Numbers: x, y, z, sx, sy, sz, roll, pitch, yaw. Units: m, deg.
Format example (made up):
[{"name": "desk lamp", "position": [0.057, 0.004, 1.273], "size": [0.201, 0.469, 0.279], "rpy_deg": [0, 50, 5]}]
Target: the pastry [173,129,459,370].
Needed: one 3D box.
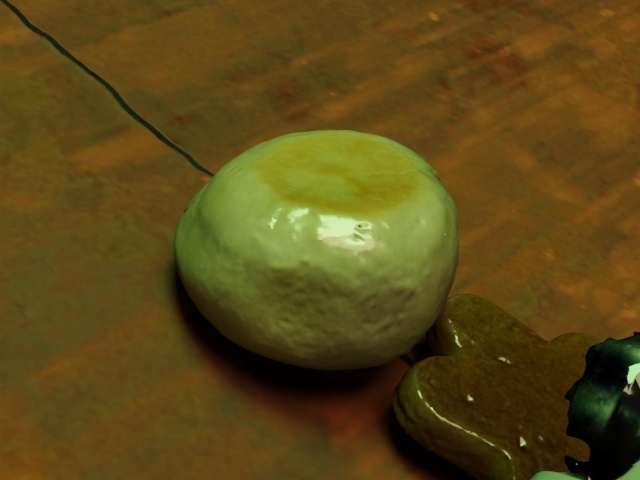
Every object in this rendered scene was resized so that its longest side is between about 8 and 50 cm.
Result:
[{"name": "pastry", "position": [0.000, 0.000, 0.773], "size": [0.156, 0.092, 0.156], "rpy_deg": [5, 28, -2]}]

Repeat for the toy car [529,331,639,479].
[{"name": "toy car", "position": [0.164, 0.172, 0.605], "size": [0.255, 0.190, 0.188], "rpy_deg": [-43, 38, -22]}]

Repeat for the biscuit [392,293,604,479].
[{"name": "biscuit", "position": [0.150, 0.120, 0.773], "size": [0.236, 0.039, 0.180], "rpy_deg": [31, 34, 5]}]
